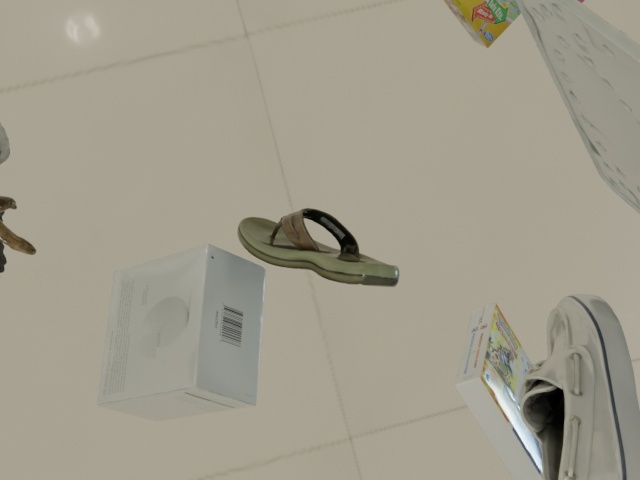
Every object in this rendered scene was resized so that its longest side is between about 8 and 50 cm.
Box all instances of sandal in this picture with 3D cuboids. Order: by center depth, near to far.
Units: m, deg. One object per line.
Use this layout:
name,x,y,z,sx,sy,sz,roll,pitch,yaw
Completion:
sandal,0.002,0.000,1.543,0.120,0.302,0.086,-3,104,-44

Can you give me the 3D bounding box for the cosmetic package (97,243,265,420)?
cosmetic package,-0.214,0.149,1.648,0.138,0.224,0.224,27,58,-45

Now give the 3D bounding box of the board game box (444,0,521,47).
board game box,0.146,-0.266,0.976,0.103,0.026,0.154,-47,130,2

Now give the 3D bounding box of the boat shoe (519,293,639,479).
boat shoe,0.205,0.129,0.870,0.084,0.258,0.095,7,122,-3

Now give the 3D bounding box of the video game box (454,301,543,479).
video game box,0.269,0.222,1.520,0.048,0.187,0.205,-24,111,25

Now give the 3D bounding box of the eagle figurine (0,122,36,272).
eagle figurine,-0.521,-0.019,1.393,0.225,0.298,0.226,-18,81,-35

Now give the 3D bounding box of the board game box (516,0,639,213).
board game box,0.334,-0.035,0.849,0.050,0.390,0.390,-43,54,3
